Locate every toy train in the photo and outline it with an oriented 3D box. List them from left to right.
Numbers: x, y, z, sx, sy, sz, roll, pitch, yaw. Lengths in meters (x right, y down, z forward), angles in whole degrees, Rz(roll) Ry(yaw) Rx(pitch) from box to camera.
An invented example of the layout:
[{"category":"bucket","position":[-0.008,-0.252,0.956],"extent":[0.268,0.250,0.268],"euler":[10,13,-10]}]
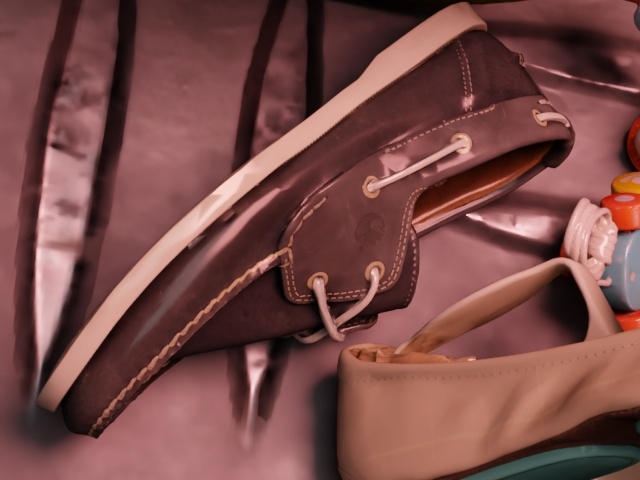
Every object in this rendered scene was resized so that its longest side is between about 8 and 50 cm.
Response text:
[{"category":"toy train","position":[0.124,-0.045,0.541],"extent":[0.125,0.046,0.166],"euler":[46,61,-45]}]

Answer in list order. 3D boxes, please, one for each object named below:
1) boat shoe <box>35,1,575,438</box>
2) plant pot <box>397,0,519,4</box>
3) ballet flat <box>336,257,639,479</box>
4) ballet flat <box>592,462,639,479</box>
[{"category":"boat shoe","position":[0.000,0.000,0.497],"extent":[0.233,0.084,0.079],"euler":[-38,85,-25]},{"category":"plant pot","position":[0.038,-0.285,0.480],"extent":[0.366,0.366,0.353],"euler":[10,83,-11]},{"category":"ballet flat","position":[0.105,0.038,0.441],"extent":[0.086,0.248,0.086],"euler":[27,55,-46]},{"category":"ballet flat","position":[0.099,0.169,0.453],"extent":[0.139,0.139,0.400],"euler":[48,62,3]}]
